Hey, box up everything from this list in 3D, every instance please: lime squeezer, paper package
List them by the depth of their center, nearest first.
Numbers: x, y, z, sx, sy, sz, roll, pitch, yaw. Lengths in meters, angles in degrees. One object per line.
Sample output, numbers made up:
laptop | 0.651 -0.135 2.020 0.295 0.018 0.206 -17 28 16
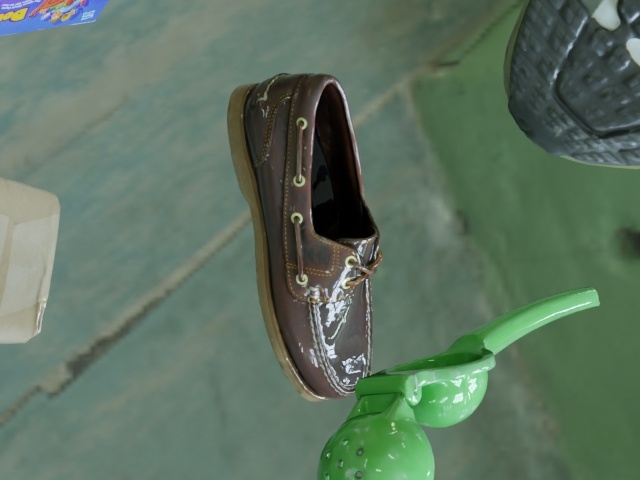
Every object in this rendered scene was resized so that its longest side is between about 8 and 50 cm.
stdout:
lime squeezer | 0.059 0.097 0.885 0.110 0.059 0.310 42 50 -16
paper package | -0.445 -0.006 1.846 0.325 0.310 0.168 20 81 -82

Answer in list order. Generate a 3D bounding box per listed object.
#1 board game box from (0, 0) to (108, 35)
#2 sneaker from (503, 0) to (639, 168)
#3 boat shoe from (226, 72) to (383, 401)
board game box | -0.368 -0.355 1.830 0.233 0.078 0.347 -15 69 -38
sneaker | 0.239 -0.170 1.033 0.410 0.182 0.158 -42 93 -20
boat shoe | 0.000 0.000 1.168 0.073 0.073 0.207 -33 112 -53
